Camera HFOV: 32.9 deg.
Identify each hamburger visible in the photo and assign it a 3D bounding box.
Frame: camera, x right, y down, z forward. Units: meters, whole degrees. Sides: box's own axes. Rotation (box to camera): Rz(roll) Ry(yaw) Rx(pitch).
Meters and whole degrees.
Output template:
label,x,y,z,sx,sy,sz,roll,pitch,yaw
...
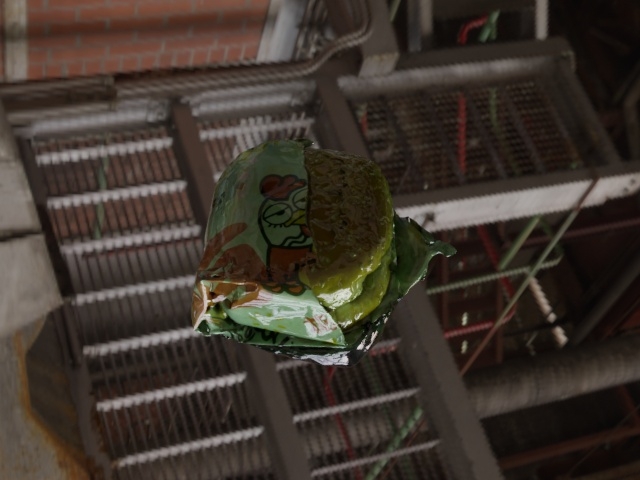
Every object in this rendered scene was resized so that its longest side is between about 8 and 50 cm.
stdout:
label,x,y,z,sx,sy,sz,roll,pitch,yaw
hamburger,0.003,0.001,0.995,0.235,0.125,0.214,6,-124,13
